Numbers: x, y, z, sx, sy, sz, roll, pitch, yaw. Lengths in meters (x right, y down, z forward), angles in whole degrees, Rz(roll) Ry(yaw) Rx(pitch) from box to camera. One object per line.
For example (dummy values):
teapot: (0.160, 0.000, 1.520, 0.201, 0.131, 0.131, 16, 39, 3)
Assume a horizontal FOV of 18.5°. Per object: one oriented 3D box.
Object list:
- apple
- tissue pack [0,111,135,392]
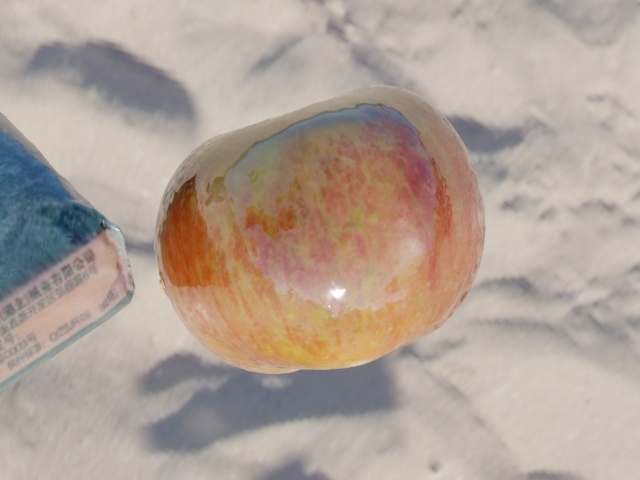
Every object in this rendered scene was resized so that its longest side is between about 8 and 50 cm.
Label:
apple: (0.000, 0.000, 1.198, 0.209, 0.209, 0.164, -18, 91, -20)
tissue pack: (-0.302, 0.034, 1.187, 0.316, 0.103, 0.228, -35, 56, -17)
